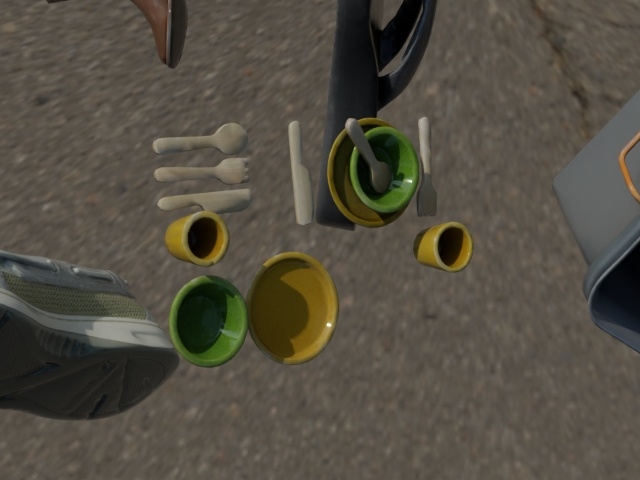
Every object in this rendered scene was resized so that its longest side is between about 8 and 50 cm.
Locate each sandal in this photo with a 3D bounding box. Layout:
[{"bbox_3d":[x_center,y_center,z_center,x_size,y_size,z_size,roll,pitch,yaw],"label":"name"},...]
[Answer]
[{"bbox_3d":[0.038,-0.118,1.035,0.054,0.097,0.254,9,131,4],"label":"sandal"}]

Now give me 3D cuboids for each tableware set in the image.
[{"bbox_3d":[0.000,0.000,0.753,0.154,0.024,0.104,-6,93,-36],"label":"tableware set"}]

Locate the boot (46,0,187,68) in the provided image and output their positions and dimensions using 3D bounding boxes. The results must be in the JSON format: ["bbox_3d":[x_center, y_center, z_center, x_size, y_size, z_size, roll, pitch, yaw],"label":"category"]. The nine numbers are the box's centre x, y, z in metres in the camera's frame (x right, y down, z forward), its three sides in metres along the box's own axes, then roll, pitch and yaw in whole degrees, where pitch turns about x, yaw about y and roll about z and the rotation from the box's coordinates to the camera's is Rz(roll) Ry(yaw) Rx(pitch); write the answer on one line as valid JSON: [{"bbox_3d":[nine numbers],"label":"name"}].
[{"bbox_3d":[-0.156,-0.175,1.283,0.114,0.037,0.106,-1,93,13],"label":"boot"}]

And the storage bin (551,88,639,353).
[{"bbox_3d":[0.161,-0.028,0.770,0.098,0.091,0.135,30,111,-33],"label":"storage bin"}]

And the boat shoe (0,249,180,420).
[{"bbox_3d":[-0.226,0.050,1.219,0.118,0.320,0.103,-43,59,23],"label":"boat shoe"}]
